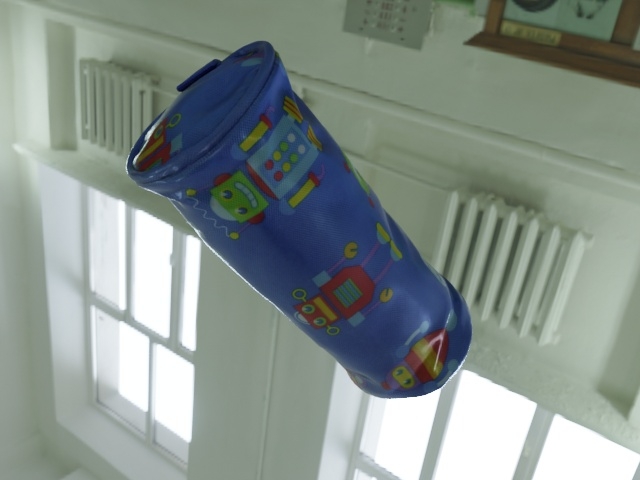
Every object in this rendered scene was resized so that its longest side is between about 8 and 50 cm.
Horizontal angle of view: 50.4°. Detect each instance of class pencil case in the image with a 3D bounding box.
[{"bbox_3d":[0.000,0.000,0.500,0.119,0.306,0.133,-33,-143,12],"label":"pencil case"}]
